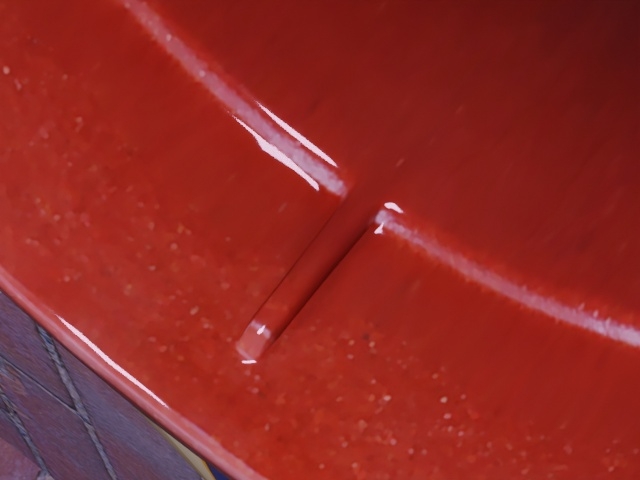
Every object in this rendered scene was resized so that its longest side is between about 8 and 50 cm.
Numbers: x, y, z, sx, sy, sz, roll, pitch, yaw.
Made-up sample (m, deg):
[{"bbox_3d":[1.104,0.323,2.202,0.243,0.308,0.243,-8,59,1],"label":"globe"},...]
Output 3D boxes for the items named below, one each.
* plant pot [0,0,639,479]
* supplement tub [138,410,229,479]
[{"bbox_3d":[0.050,-0.106,0.289,0.272,0.265,0.272,35,158,16],"label":"plant pot"},{"bbox_3d":[0.042,0.008,0.593,0.316,0.228,0.228,49,158,-22],"label":"supplement tub"}]
